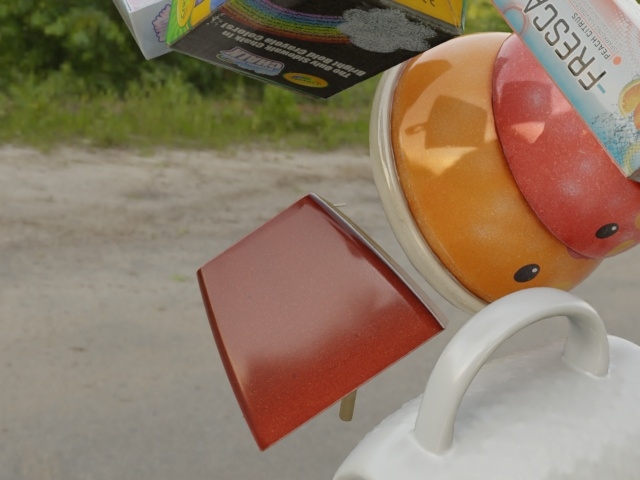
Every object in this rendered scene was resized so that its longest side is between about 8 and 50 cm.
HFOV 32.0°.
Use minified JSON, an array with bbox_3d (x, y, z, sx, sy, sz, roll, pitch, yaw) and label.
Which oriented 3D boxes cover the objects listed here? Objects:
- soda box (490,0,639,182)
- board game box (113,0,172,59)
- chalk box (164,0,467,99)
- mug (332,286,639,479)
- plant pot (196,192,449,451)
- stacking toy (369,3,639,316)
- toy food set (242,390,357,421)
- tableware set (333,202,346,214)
[{"bbox_3d":[0.164,-0.118,0.663,0.063,0.058,0.183,7,46,-49],"label":"soda box"},{"bbox_3d":[-0.106,-0.359,1.312,0.317,0.066,0.319,-22,40,-9],"label":"board game box"},{"bbox_3d":[-0.018,-0.249,1.003,0.180,0.179,0.289,16,-16,-30],"label":"chalk box"},{"bbox_3d":[0.187,0.220,1.106,0.328,0.374,0.276,-13,30,-30],"label":"mug"},{"bbox_3d":[-0.009,0.087,1.451,0.236,0.267,0.267,56,5,6],"label":"plant pot"},{"bbox_3d":[0.316,-0.129,1.146,0.350,0.351,0.479,-7,-12,-45],"label":"stacking toy"},{"bbox_3d":[-0.033,0.253,1.917,0.192,0.132,0.039,4,34,-10],"label":"toy food set"},{"bbox_3d":[0.000,0.000,2.002,0.103,0.024,0.154,-4,56,2],"label":"tableware set"}]
